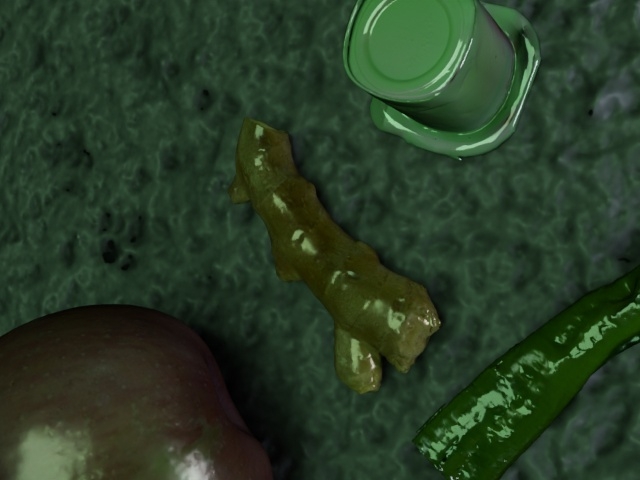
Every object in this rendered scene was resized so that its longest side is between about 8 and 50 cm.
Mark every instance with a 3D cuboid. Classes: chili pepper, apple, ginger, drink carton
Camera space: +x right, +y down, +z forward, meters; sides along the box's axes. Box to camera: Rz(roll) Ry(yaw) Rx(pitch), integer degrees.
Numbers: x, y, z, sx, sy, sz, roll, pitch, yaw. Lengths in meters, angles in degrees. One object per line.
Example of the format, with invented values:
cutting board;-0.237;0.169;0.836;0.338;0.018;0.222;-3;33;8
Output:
chili pepper;0.217;0.077;0.675;0.085;0.076;0.359;40;109;2
apple;-0.185;0.195;0.749;0.235;0.306;0.305;-30;74;-4
ginger;0.001;0.000;0.786;0.118;0.065;0.299;-38;70;15
drink carton;0.099;-0.157;0.705;0.144;0.142;0.146;22;95;24
